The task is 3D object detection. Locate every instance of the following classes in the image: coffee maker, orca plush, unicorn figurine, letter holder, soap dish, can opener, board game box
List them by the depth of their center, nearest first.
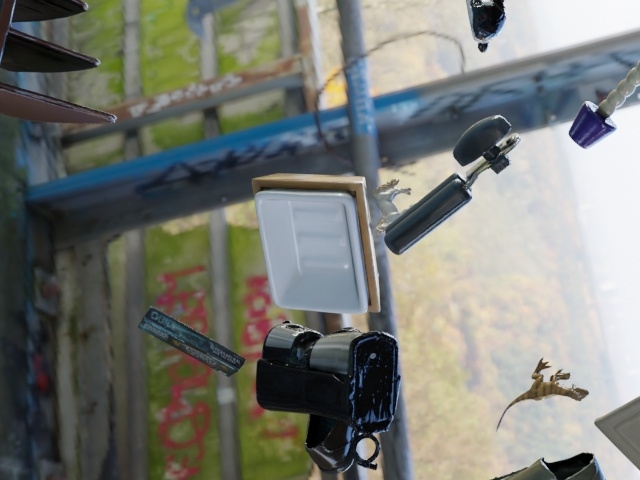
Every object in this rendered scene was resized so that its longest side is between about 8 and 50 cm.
[{"bbox_3d":[0.002,0.197,1.517,0.120,0.178,0.171,34,66,-39],"label":"coffee maker"},{"bbox_3d":[-0.419,-0.260,1.626,0.214,0.302,0.152,16,85,-38],"label":"letter holder"},{"bbox_3d":[0.206,-0.089,1.838,0.093,0.280,0.074,44,19,-7],"label":"can opener"},{"bbox_3d":[-0.223,0.176,1.974,0.026,0.186,0.126,-62,-173,-17],"label":"board game box"},{"bbox_3d":[0.325,-0.429,2.113,0.287,0.102,0.151,-46,124,-77],"label":"orca plush"},{"bbox_3d":[0.000,0.000,2.267,0.118,0.229,0.291,-56,144,-54],"label":"soap dish"},{"bbox_3d":[0.158,-0.063,2.502,0.162,0.111,0.060,-114,-171,-50],"label":"unicorn figurine"}]

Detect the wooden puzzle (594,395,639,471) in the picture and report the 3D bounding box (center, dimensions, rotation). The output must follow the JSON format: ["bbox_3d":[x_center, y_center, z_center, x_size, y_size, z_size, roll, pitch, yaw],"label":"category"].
[{"bbox_3d":[0.455,0.236,1.278,0.221,0.238,0.044,46,51,0],"label":"wooden puzzle"}]

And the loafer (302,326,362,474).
[{"bbox_3d":[0.024,0.219,1.643,0.078,0.080,0.220,41,48,-47],"label":"loafer"}]

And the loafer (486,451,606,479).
[{"bbox_3d":[0.368,0.413,1.974,0.094,0.251,0.087,-120,-159,-65],"label":"loafer"}]

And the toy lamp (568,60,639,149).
[{"bbox_3d":[0.549,-0.275,2.039,0.080,0.275,0.080,32,27,-19],"label":"toy lamp"}]

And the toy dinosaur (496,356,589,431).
[{"bbox_3d":[0.413,0.284,2.178,0.064,0.211,0.112,49,48,-14],"label":"toy dinosaur"}]
